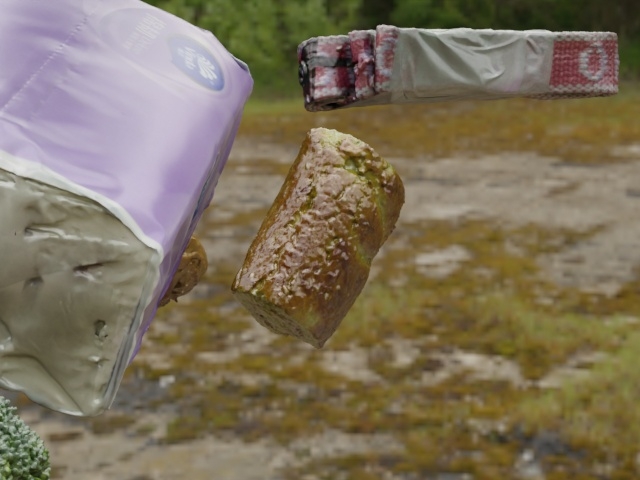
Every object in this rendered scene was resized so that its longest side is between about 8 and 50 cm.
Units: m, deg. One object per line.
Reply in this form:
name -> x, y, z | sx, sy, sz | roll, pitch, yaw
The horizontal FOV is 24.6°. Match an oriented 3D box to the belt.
belt -> 0.100, -0.119, 0.999 | 0.232, 0.053, 0.071 | -4, 1, -19

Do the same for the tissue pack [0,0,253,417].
tissue pack -> -0.193, -0.057, 0.977 | 0.242, 0.160, 0.338 | 23, 25, -4

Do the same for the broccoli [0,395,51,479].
broccoli -> -0.522, 0.270, 1.806 | 0.375, 0.249, 0.302 | -2, 10, 38

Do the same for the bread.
bread -> 0.000, 0.000, 1.307 | 0.103, 0.172, 0.132 | 22, -15, 26

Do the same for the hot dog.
hot dog -> -0.210, 0.042, 1.562 | 0.160, 0.099, 0.227 | -29, 4, -22
